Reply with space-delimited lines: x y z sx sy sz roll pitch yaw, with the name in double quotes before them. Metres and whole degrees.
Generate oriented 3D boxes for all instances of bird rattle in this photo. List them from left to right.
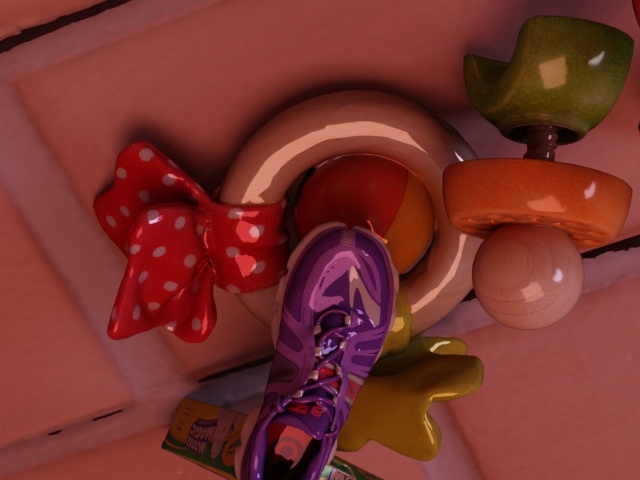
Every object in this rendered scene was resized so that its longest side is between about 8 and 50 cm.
"bird rattle" 0.000 0.000 0.927 0.253 0.143 0.207 36 106 -10

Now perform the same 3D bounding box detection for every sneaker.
"sneaker" 0.001 0.075 0.841 0.068 0.071 0.169 14 98 -6

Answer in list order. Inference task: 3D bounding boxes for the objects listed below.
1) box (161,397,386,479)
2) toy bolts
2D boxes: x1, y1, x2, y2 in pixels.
"box" -0.022 0.145 0.978 0.105 0.179 0.043 29 77 -20
"toy bolts" 0.192 -0.032 0.798 0.218 0.158 0.228 9 167 -17
